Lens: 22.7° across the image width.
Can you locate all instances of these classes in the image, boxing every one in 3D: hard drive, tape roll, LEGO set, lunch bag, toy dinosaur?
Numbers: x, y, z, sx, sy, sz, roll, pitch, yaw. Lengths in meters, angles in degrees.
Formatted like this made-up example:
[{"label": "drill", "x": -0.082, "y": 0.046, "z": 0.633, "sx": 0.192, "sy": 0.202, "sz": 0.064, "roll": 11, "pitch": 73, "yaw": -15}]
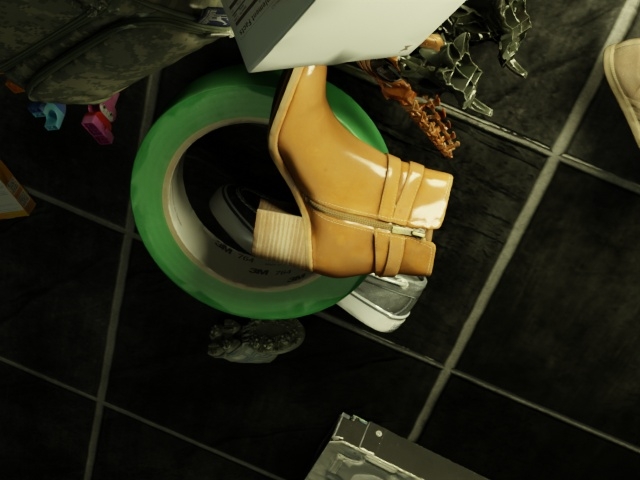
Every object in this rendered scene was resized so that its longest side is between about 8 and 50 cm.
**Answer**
[{"label": "hard drive", "x": 0.145, "y": 0.413, "z": 2.531, "sx": 0.339, "sy": 0.064, "sz": 0.237, "roll": 27, "pitch": 143, "yaw": -1}, {"label": "tape roll", "x": -0.071, "y": -0.058, "z": 1.970, "sx": 0.321, "sy": 0.077, "sz": 0.321, "roll": 5, "pitch": 118, "yaw": 10}, {"label": "LEGO set", "x": -0.345, "y": -0.223, "z": 2.021, "sx": 0.087, "sy": 0.093, "sz": 0.227, "roll": -3, "pitch": 145, "yaw": 30}, {"label": "lunch bag", "x": -0.253, "y": -0.285, "z": 1.807, "sx": 0.256, "sy": 0.212, "sz": 0.305, "roll": 28, "pitch": 147, "yaw": -32}, {"label": "toy dinosaur", "x": 0.107, "y": -0.231, "z": 1.742, "sx": 0.218, "sy": 0.164, "sz": 0.322, "roll": 15, "pitch": 163, "yaw": 37}]

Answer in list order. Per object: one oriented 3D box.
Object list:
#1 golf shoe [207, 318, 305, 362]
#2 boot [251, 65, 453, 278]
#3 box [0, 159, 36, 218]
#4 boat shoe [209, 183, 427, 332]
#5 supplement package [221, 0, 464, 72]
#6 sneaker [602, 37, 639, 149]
[{"label": "golf shoe", "x": -0.080, "y": 0.147, "z": 2.353, "sx": 0.176, "sy": 0.069, "sz": 0.086, "roll": -7, "pitch": 153, "yaw": 39}, {"label": "boot", "x": 0.045, "y": -0.085, "z": 1.834, "sx": 0.220, "sy": 0.109, "sz": 0.283, "roll": 8, "pitch": 108, "yaw": -1}, {"label": "box", "x": -0.483, "y": -0.088, "z": 2.313, "sx": 0.081, "sy": 0.028, "sz": 0.136, "roll": -5, "pitch": 131, "yaw": 35}, {"label": "boat shoe", "x": 0.000, "y": 0.000, "z": 2.084, "sx": 0.301, "sy": 0.108, "sz": 0.102, "roll": 34, "pitch": 117, "yaw": 1}, {"label": "supplement package", "x": 0.010, "y": -0.325, "z": 1.498, "sx": 0.198, "sy": 0.199, "sz": 0.262, "roll": -41, "pitch": 66, "yaw": 51}, {"label": "sneaker", "x": 0.373, "y": -0.140, "z": 1.725, "sx": 0.071, "sy": 0.066, "sz": 0.188, "roll": -12, "pitch": 130, "yaw": 38}]
